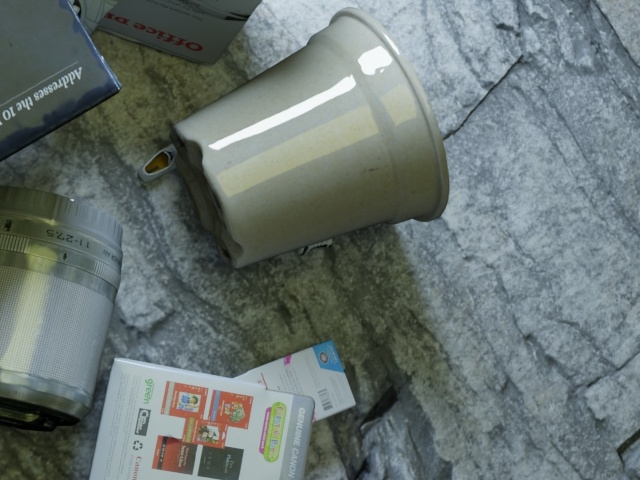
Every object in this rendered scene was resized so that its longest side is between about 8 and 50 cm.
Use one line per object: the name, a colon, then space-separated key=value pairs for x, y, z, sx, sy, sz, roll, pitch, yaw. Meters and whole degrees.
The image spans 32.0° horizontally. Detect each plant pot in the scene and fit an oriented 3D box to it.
plant pot: x=-0.034 y=-0.121 z=1.586 sx=0.305 sy=0.334 sz=0.334 roll=-25 pitch=88 yaw=-15

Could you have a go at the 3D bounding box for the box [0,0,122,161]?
box: x=-0.568 y=-0.247 z=1.257 sx=0.480 sy=0.297 sz=0.472 roll=-34 pitch=103 yaw=-19

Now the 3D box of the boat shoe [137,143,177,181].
boat shoe: x=-0.223 y=-0.121 z=1.638 sx=0.100 sy=0.035 sz=0.035 roll=-33 pitch=92 yaw=-26

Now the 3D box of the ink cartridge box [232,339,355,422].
ink cartridge box: x=-0.053 y=0.224 z=1.616 sx=0.181 sy=0.061 sz=0.104 roll=-18 pitch=85 yaw=-26

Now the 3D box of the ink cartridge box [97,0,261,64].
ink cartridge box: x=-0.203 y=-0.428 z=1.520 sx=0.285 sy=0.395 sz=0.166 roll=18 pitch=67 yaw=-19

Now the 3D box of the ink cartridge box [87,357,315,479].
ink cartridge box: x=-0.169 y=0.331 z=1.463 sx=0.271 sy=0.130 sz=0.310 roll=12 pitch=80 yaw=-10

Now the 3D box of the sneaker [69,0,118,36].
sneaker: x=-0.325 y=-0.312 z=1.494 sx=0.118 sy=0.292 sz=0.110 roll=-32 pitch=90 yaw=-18

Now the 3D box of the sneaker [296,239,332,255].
sneaker: x=0.000 y=0.000 z=1.708 sx=0.083 sy=0.032 sz=0.037 roll=-43 pitch=96 yaw=-25

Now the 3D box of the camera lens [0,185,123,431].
camera lens: x=-0.378 y=0.093 z=1.420 sx=0.219 sy=0.219 sz=0.274 roll=16 pitch=72 yaw=-19
